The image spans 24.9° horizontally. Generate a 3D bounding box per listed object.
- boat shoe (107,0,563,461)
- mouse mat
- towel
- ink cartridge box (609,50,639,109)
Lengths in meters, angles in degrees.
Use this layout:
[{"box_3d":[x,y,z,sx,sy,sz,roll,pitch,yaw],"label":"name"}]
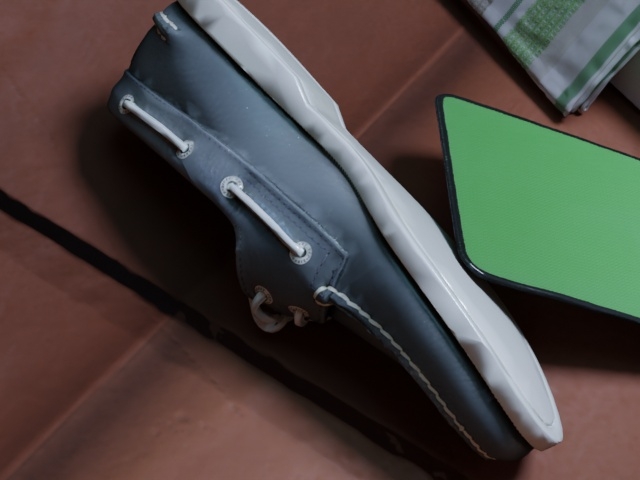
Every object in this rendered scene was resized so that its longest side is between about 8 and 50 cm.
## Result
[{"box_3d":[0.000,0.000,0.750,0.099,0.116,0.319,-42,68,10],"label":"boat shoe"},{"box_3d":[0.152,-0.010,0.792,0.190,0.007,0.152,18,39,-17],"label":"mouse mat"},{"box_3d":[0.149,-0.166,0.900,0.023,0.113,0.152,5,43,-51],"label":"towel"},{"box_3d":[0.228,-0.174,0.956,0.165,0.065,0.332,-23,58,-28],"label":"ink cartridge box"}]
